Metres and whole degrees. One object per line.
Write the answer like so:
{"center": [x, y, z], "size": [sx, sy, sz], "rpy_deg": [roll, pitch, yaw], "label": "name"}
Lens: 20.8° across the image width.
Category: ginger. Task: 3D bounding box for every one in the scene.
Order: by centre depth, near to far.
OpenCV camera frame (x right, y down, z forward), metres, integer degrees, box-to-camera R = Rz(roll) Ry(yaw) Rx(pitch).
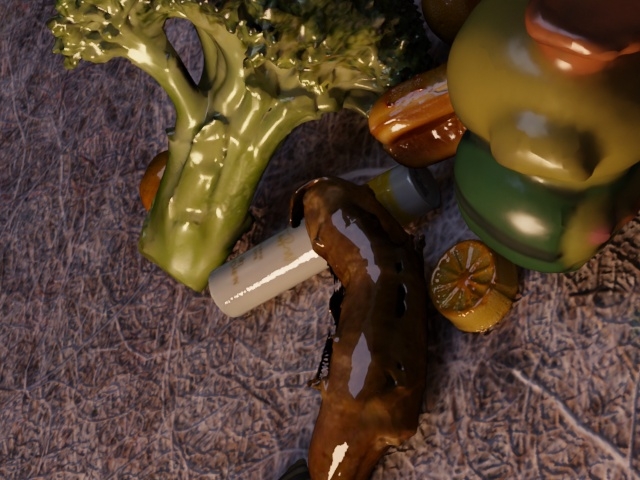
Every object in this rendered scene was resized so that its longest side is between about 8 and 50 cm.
{"center": [0.040, 0.083, 1.624], "size": [0.133, 0.107, 0.309], "rpy_deg": [-9, 66, 13], "label": "ginger"}

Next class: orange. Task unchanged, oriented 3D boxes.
{"center": [0.141, -0.239, 1.768], "size": [0.085, 0.085, 0.085], "rpy_deg": [-24, 50, 32], "label": "orange"}
{"center": [-0.162, -0.062, 1.942], "size": [0.070, 0.083, 0.083], "rpy_deg": [27, 84, 15], "label": "orange"}

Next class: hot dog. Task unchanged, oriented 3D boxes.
{"center": [0.166, -0.146, 1.644], "size": [0.250, 0.104, 0.076], "rpy_deg": [-24, 47, 15], "label": "hot dog"}

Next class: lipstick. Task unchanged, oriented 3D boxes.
{"center": [0.000, 0.000, 1.760], "size": [0.264, 0.059, 0.059], "rpy_deg": [-29, 48, 27], "label": "lipstick"}

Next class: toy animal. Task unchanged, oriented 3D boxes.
{"center": [0.201, -0.121, 1.452], "size": [0.191, 0.338, 0.216], "rpy_deg": [36, 58, 21], "label": "toy animal"}

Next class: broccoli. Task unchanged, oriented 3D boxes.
{"center": [-0.047, -0.140, 1.778], "size": [0.353, 0.397, 0.275], "rpy_deg": [0, 28, 19], "label": "broccoli"}

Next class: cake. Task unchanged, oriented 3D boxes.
{"center": [0.141, 0.041, 1.608], "size": [0.084, 0.044, 0.084], "rpy_deg": [-23, 52, 33], "label": "cake"}

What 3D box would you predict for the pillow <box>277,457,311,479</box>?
{"center": [-0.020, 0.301, 1.599], "size": [0.113, 0.038, 0.203], "rpy_deg": [-45, 41, 12], "label": "pillow"}
